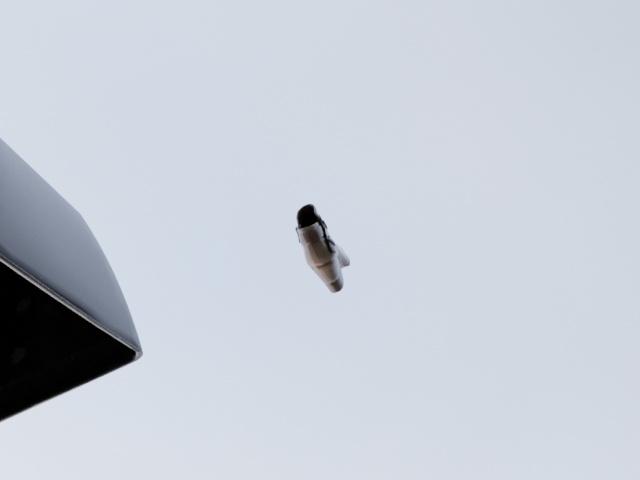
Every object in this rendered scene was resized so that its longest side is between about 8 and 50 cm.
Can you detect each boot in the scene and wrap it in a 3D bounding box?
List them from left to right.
[{"bbox_3d":[0.000,0.000,0.507,0.042,0.118,0.087,-23,-67,3],"label":"boot"}]

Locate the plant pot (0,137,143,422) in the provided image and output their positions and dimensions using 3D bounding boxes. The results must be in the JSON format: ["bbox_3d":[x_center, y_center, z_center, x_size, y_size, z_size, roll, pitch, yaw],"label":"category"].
[{"bbox_3d":[-0.280,0.026,0.369,0.188,0.188,0.167,-24,-129,-1],"label":"plant pot"}]
